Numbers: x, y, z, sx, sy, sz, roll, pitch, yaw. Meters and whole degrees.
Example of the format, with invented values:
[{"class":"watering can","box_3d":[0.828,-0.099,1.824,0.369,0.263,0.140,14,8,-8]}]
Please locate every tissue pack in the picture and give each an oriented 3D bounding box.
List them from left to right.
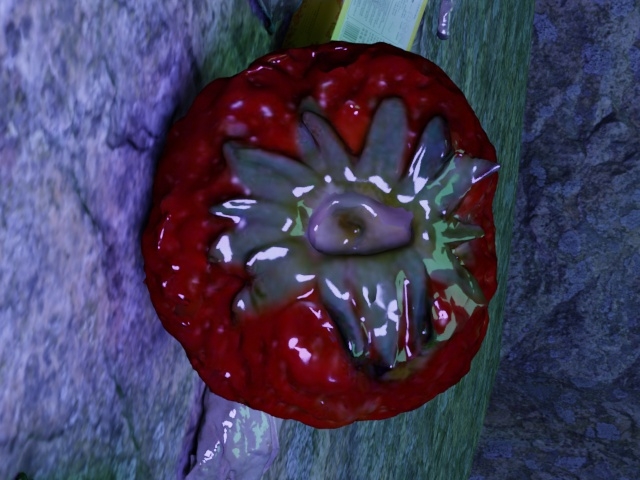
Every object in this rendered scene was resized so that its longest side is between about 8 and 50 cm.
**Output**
[{"class":"tissue pack","box_3d":[0.041,-0.221,0.994,0.095,0.062,0.176,20,88,-44]}]

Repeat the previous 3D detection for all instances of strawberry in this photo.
[{"class":"strawberry","box_3d":[0.000,0.000,0.800,0.277,0.257,0.257,118,-16,-82]}]

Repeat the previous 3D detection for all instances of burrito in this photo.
[{"class":"burrito","box_3d":[-0.050,0.076,0.960,0.082,0.059,0.275,37,63,-58]}]

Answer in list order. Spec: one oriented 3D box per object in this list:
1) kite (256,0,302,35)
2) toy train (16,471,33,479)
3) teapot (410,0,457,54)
[{"class":"kite","box_3d":[0.004,-0.293,0.824,0.406,0.014,0.368,-42,158,-43]},{"class":"toy train","box_3d":[-0.127,0.261,0.599,0.188,0.159,0.271,-41,138,-78]},{"class":"teapot","box_3d":[0.081,-0.206,1.188,0.077,0.107,0.200,-9,107,-72]}]
